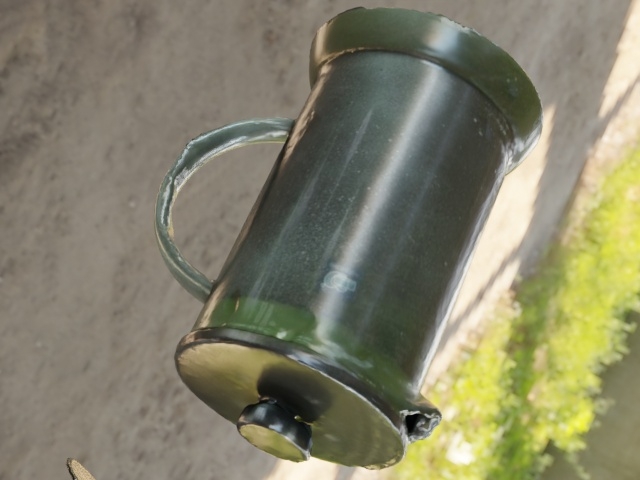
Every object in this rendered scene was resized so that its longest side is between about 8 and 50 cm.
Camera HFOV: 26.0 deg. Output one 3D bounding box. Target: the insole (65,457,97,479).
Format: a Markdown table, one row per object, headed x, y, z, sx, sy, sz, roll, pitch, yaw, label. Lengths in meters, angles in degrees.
| x | y | z | sx | sy | sz | roll | pitch | yaw | label |
| --- | --- | --- | --- | --- | --- | --- | --- | --- | --- |
| -0.129 | 0.318 | 1.237 | 0.009 | 0.119 | 0.348 | -33 | 115 | -2 | insole |

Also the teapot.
| x | y | z | sx | sy | sz | roll | pitch | yaw | label |
| --- | --- | --- | --- | --- | --- | --- | --- | --- | --- |
| 0.000 | 0.000 | 1.066 | 0.200 | 0.271 | 0.337 | 87 | 24 | -60 | teapot |
